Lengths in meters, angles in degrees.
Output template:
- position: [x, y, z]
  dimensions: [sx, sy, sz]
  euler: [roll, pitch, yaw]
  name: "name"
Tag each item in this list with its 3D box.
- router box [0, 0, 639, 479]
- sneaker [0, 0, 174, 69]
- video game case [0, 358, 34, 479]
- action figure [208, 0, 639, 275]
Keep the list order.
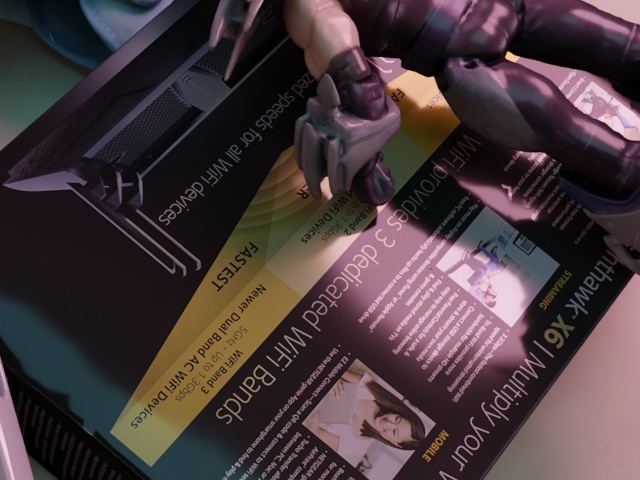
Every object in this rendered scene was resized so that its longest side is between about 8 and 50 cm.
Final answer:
- position: [0.000, 0.000, 0.627]
  dimensions: [0.243, 0.081, 0.309]
  euler: [39, 61, 7]
  name: "router box"
- position: [-0.097, -0.163, 0.682]
  dimensions: [0.366, 0.135, 0.150]
  euler: [-20, 100, -28]
  name: "sneaker"
- position: [-0.210, 0.060, 0.521]
  dimensions: [0.190, 0.022, 0.173]
  euler: [-25, 67, 10]
  name: "video game case"
- position: [0.071, -0.080, 0.589]
  dimensions: [0.285, 0.099, 0.185]
  euler: [28, 67, 5]
  name: "action figure"
